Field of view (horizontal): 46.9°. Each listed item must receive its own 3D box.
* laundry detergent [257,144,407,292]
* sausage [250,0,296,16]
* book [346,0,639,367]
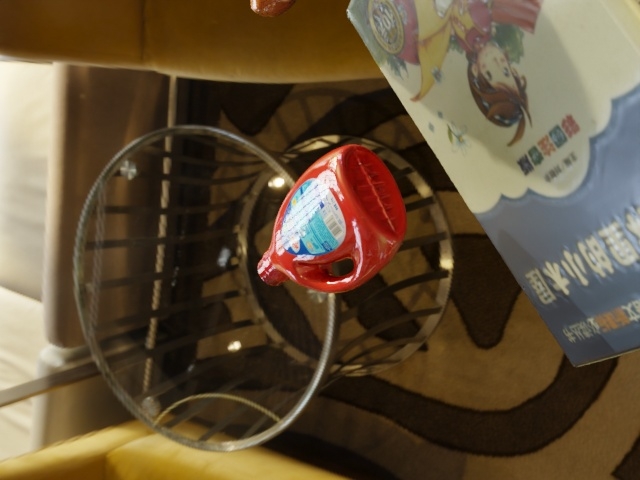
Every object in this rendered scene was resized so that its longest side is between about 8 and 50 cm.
[{"bbox_3d":[0.000,0.000,0.582,0.165,0.049,0.097,-41,67,50],"label":"laundry detergent"},{"bbox_3d":[-0.056,-0.448,1.199,0.089,0.089,0.179,31,107,24],"label":"sausage"},{"bbox_3d":[0.125,-0.081,0.446,0.322,0.018,0.228,59,162,11],"label":"book"}]
